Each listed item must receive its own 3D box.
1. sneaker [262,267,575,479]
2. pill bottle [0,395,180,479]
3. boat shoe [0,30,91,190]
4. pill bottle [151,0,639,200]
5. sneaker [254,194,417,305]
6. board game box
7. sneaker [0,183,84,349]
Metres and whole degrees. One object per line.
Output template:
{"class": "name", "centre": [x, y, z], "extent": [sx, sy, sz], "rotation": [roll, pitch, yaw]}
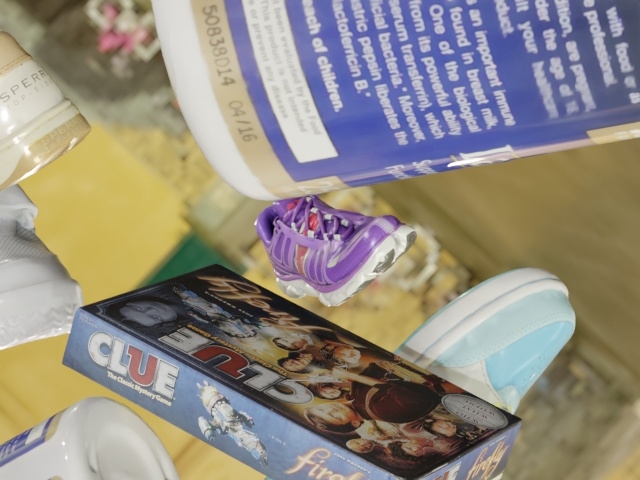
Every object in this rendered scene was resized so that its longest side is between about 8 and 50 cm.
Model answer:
{"class": "sneaker", "centre": [0.102, 0.180, 1.331], "extent": [0.208, 0.319, 0.127], "rotation": [41, 171, 28]}
{"class": "pill bottle", "centre": [-0.186, 0.183, 1.219], "extent": [0.112, 0.186, 0.112], "rotation": [46, -153, -32]}
{"class": "boat shoe", "centre": [-0.158, -0.038, 0.775], "extent": [0.170, 0.063, 0.059], "rotation": [-20, 103, 41]}
{"class": "pill bottle", "centre": [0.080, -0.109, 0.755], "extent": [0.153, 0.264, 0.153], "rotation": [-10, -90, -73]}
{"class": "sneaker", "centre": [0.000, 0.000, 1.324], "extent": [0.071, 0.068, 0.170], "rotation": [55, 155, -15]}
{"class": "board game box", "centre": [-0.016, 0.094, 1.236], "extent": [0.243, 0.042, 0.165], "rotation": [26, -159, 23]}
{"class": "sneaker", "centre": [-0.291, -0.041, 1.464], "extent": [0.366, 0.137, 0.210], "rotation": [17, 117, 59]}
